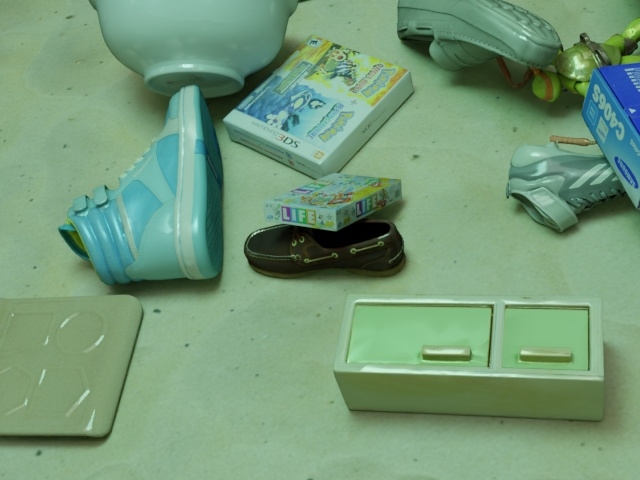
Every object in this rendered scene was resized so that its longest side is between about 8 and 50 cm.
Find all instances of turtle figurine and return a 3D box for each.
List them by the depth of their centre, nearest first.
[{"bbox_3d":[0.354,-0.233,1.202,0.217,0.087,0.269,-21,39,-9],"label":"turtle figurine"}]

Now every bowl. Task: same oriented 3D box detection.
[{"bbox_3d":[-0.180,-0.284,1.316,0.298,0.298,0.134,-3,83,14],"label":"bowl"}]

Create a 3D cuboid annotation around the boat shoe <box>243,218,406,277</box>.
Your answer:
[{"bbox_3d":[0.000,0.000,1.130,0.207,0.073,0.073,-2,55,17],"label":"boat shoe"}]

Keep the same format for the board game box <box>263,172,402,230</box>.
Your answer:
[{"bbox_3d":[0.018,-0.050,1.132,0.104,0.026,0.154,8,21,33],"label":"board game box"}]

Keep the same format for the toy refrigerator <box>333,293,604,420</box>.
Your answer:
[{"bbox_3d":[0.157,0.118,0.973,0.270,0.094,0.102,0,52,16],"label":"toy refrigerator"}]

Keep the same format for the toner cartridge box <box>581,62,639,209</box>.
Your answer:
[{"bbox_3d":[0.494,-0.138,1.045,0.348,0.075,0.165,-8,47,-8],"label":"toner cartridge box"}]

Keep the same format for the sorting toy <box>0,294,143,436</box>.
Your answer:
[{"bbox_3d":[-0.334,0.153,1.130,0.208,0.038,0.193,0,52,11],"label":"sorting toy"}]

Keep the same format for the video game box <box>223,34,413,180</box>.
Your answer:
[{"bbox_3d":[-0.003,-0.190,1.303,0.187,0.048,0.205,28,64,30],"label":"video game box"}]

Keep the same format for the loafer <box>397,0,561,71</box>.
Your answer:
[{"bbox_3d":[0.203,-0.278,1.249,0.112,0.111,0.319,8,21,-28],"label":"loafer"}]

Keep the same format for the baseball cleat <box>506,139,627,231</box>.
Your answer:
[{"bbox_3d":[0.325,-0.057,1.095,0.206,0.072,0.109,9,76,20],"label":"baseball cleat"}]

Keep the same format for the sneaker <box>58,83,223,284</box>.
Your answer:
[{"bbox_3d":[-0.241,-0.077,1.227,0.208,0.127,0.318,-11,49,6],"label":"sneaker"}]
